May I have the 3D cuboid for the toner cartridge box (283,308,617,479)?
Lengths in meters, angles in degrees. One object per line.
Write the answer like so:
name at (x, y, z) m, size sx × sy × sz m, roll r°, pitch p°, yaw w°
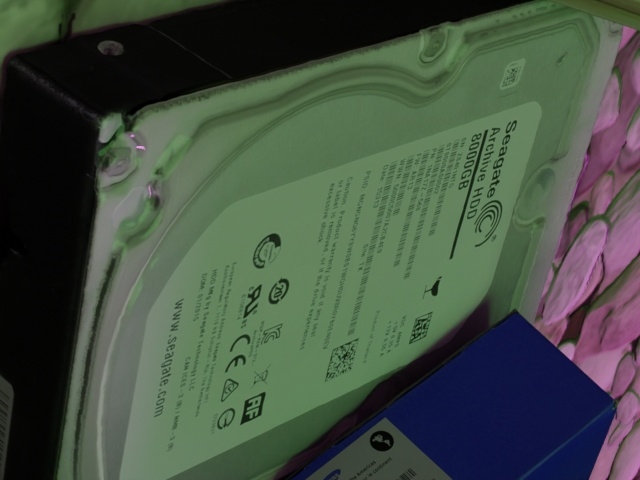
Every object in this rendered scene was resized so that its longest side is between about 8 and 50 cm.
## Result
toner cartridge box at (0.048, 0.197, 0.929) m, size 0.165 × 0.075 × 0.348 m, roll -32°, pitch 152°, yaw -26°

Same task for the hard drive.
hard drive at (0.000, 0.000, 0.766) m, size 0.339 × 0.064 × 0.237 m, roll -21°, pitch 134°, yaw -44°

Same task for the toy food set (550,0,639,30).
toy food set at (0.183, -0.182, 0.700) m, size 0.306 × 0.092 × 0.220 m, roll 15°, pitch 104°, yaw -21°
